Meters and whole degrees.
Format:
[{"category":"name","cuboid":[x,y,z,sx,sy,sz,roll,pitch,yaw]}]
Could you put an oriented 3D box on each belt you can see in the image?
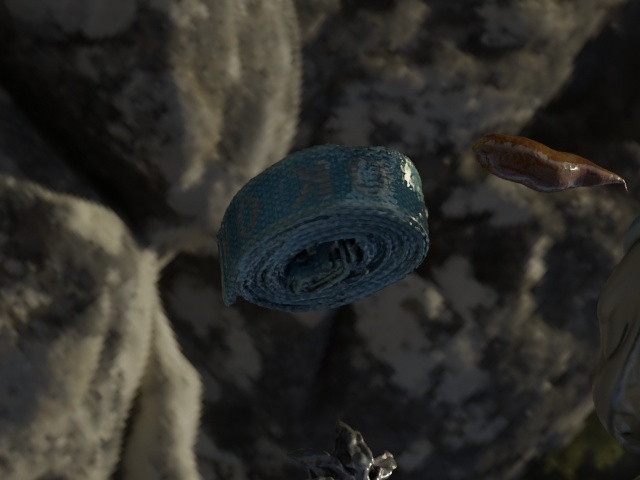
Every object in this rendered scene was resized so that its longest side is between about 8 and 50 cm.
[{"category":"belt","cuboid":[0.005,-0.004,1.412,0.148,0.082,0.163,4,151,-14]}]

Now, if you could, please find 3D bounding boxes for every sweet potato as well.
[{"category":"sweet potato","cuboid":[0.252,-0.078,2.021,0.195,0.056,0.056,12,114,-21]}]

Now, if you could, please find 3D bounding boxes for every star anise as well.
[{"category":"star anise","cuboid":[0.044,0.285,2.021,0.181,0.204,0.061,33,130,-8]}]

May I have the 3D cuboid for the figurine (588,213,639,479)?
[{"category":"figurine","cuboid":[0.354,0.008,1.374,0.266,0.377,0.361,1,162,-45]}]
